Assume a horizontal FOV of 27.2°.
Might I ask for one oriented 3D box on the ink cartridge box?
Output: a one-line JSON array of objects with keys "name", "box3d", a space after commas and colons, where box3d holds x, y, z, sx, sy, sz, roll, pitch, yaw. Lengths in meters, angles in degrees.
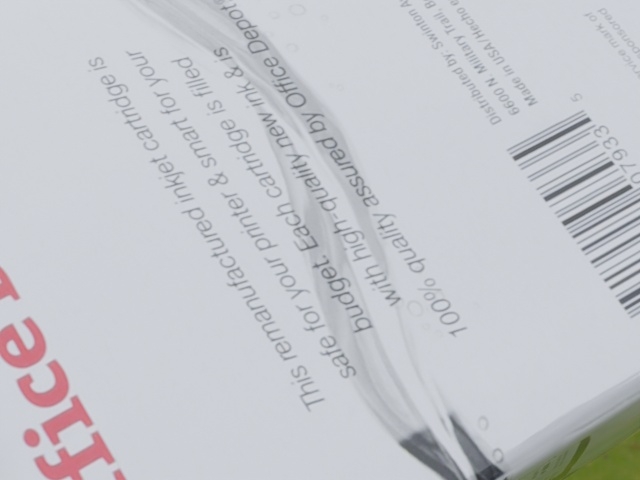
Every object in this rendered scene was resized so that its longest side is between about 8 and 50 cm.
[{"name": "ink cartridge box", "box3d": [0.000, 0.000, 0.593, 0.395, 0.285, 0.166, -27, -20, -20]}]
